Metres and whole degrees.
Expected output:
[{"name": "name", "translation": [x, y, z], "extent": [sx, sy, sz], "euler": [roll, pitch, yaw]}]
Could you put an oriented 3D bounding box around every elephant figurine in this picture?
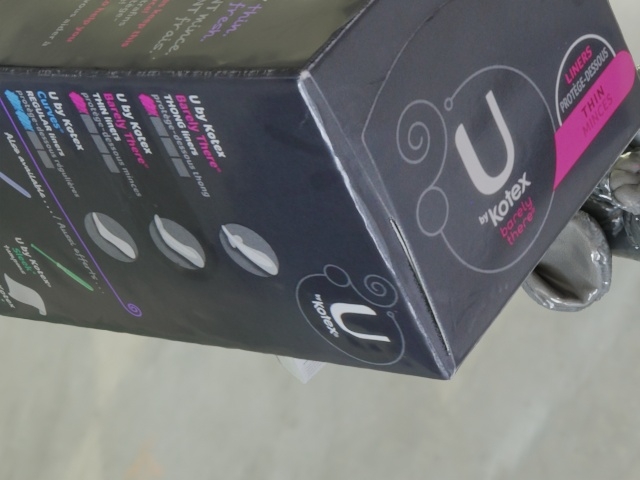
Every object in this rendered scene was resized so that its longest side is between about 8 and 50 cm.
[{"name": "elephant figurine", "translation": [0.189, -0.034, 1.535], "extent": [0.239, 0.169, 0.186], "euler": [-23, 78, 29]}]

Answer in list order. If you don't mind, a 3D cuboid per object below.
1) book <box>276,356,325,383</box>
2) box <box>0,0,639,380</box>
[{"name": "book", "translation": [0.000, 0.000, 1.024], "extent": [0.096, 0.144, 0.035], "euler": [-42, 51, -14]}, {"name": "box", "translation": [-0.034, -0.060, 0.793], "extent": [0.270, 0.143, 0.165], "euler": [6, 44, 43]}]
